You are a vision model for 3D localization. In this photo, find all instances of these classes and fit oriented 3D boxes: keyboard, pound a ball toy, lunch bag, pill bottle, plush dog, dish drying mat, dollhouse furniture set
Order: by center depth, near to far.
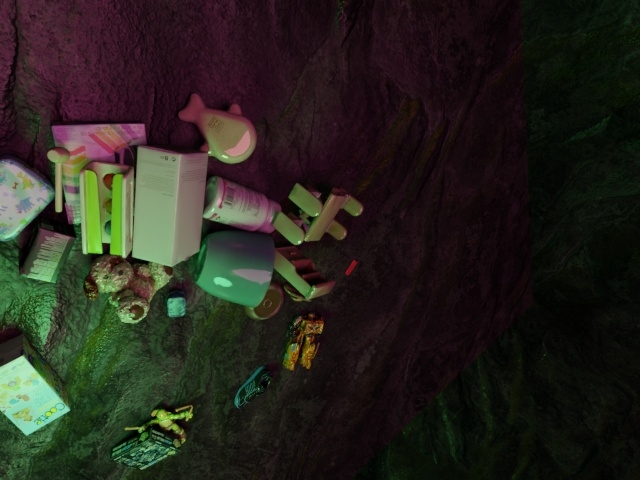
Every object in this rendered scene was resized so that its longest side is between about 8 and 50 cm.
[{"bbox_3d":[-0.900,-0.125,1.182,0.219,0.090,0.176,-49,130,-7],"label":"lunch bag"},{"bbox_3d":[-0.680,-0.122,1.251,0.209,0.135,0.318,6,114,-12],"label":"pound a ball toy"},{"bbox_3d":[-0.700,-0.109,1.382,0.256,0.014,0.072,-12,117,-31],"label":"keyboard"},{"bbox_3d":[-0.679,0.136,1.428,0.225,0.211,0.262,43,53,-26],"label":"plush dog"},{"bbox_3d":[-0.300,-0.125,1.565,0.283,0.160,0.160,19,98,-39],"label":"pill bottle"},{"bbox_3d":[-0.559,0.239,1.605,0.067,0.065,0.098,0,112,-19],"label":"lunch bag"},{"bbox_3d":[0.000,0.000,1.671,0.394,0.256,0.362,-57,157,19],"label":"dollhouse furniture set"},{"bbox_3d":[0.155,0.139,2.107,0.032,0.008,0.083,37,86,-41],"label":"dish drying mat"}]

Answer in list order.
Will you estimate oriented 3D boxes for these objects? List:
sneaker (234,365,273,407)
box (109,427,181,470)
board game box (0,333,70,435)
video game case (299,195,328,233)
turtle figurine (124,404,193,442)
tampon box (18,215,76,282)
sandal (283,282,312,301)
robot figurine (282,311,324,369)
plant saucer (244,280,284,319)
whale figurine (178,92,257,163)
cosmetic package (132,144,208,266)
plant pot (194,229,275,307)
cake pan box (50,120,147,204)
[{"bbox_3d":[-0.316,0.714,1.971,0.232,0.090,0.081,-54,130,-4],"label":"sneaker"},{"bbox_3d":[-0.723,0.871,1.719,0.220,0.051,0.175,-30,129,12],"label":"box"},{"bbox_3d":[-0.974,0.472,1.361,0.144,0.142,0.275,-29,124,-23],"label":"board game box"},{"bbox_3d":[-0.013,-0.110,1.869,0.157,0.019,0.143,-29,124,-21],"label":"video game case"},{"bbox_3d":[-0.665,0.784,1.758,0.270,0.087,0.217,-16,124,-16],"label":"turtle figurine"},{"bbox_3d":[-0.840,0.027,1.272,0.102,0.120,0.160,24,95,-40],"label":"tampon box"},{"bbox_3d":[-0.109,0.256,1.940,0.049,0.072,0.180,-42,136,15],"label":"sandal"},{"bbox_3d":[-0.076,0.494,2.050,0.211,0.085,0.290,8,105,-39],"label":"robot figurine"},{"bbox_3d":[-0.244,0.278,1.866,0.199,0.036,0.198,-14,117,-30],"label":"plant saucer"},{"bbox_3d":[-0.355,-0.388,1.450,0.272,0.141,0.216,33,90,-16],"label":"whale figurine"},{"bbox_3d":[-0.494,-0.122,1.372,0.155,0.197,0.364,13,104,8],"label":"cosmetic package"},{"bbox_3d":[-0.337,0.091,1.566,0.235,0.293,0.292,15,101,-26],"label":"plant pot"},{"bbox_3d":[-0.674,-0.248,1.304,0.267,0.070,0.245,-10,119,-33],"label":"cake pan box"}]
